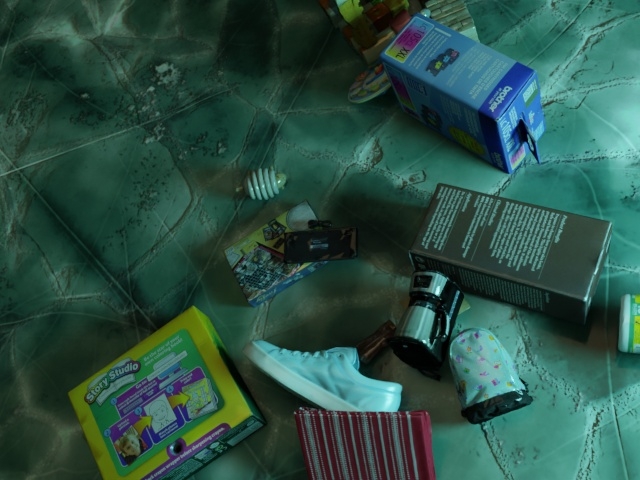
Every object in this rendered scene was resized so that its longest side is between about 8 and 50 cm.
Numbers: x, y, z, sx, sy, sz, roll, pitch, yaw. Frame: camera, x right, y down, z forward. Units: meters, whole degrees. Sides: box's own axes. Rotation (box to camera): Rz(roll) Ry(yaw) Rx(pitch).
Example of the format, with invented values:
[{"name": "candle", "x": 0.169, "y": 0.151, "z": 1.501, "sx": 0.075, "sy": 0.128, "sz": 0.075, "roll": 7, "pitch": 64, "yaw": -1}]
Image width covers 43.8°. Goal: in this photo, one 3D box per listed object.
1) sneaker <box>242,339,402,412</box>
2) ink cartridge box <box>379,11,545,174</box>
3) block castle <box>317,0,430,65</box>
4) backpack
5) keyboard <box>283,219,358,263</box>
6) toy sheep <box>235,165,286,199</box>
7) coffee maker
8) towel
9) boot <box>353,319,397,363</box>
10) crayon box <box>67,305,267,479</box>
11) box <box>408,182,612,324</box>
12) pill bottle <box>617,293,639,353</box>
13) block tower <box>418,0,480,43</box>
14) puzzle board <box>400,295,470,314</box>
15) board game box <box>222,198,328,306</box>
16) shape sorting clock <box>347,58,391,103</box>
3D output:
[{"name": "sneaker", "x": 0.010, "y": 0.285, "z": 1.728, "sx": 0.366, "sy": 0.135, "sz": 0.150, "roll": 27, "pitch": 75, "yaw": 15}, {"name": "ink cartridge box", "x": 0.352, "y": -0.319, "z": 1.807, "sx": 0.395, "sy": 0.270, "sz": 0.151, "roll": 34, "pitch": 84, "yaw": 28}, {"name": "block castle", "x": 0.083, "y": -0.690, "z": 2.032, "sx": 0.213, "sy": 0.303, "sz": 0.453, "roll": -33, "pitch": 52, "yaw": 4}, {"name": "backpack", "x": 0.336, "y": 0.267, "z": 1.626, "sx": 0.152, "sy": 0.115, "sz": 0.182, "roll": -20, "pitch": 68, "yaw": 5}, {"name": "keyboard", "x": 0.000, "y": 0.000, "z": 1.870, "sx": 0.180, "sy": 0.023, "sz": 0.108, "roll": -5, "pitch": 71, "yaw": 15}, {"name": "toy sheep", "x": -0.149, "y": -0.142, "z": 1.999, "sx": 0.132, "sy": 0.091, "sz": 0.091, "roll": -16, "pitch": 62, "yaw": 5}, {"name": "coffee maker", "x": 0.227, "y": 0.175, "z": 1.692, "sx": 0.120, "sy": 0.171, "sz": 0.178, "roll": 14, "pitch": 60, "yaw": 19}, {"name": "towel", "x": 0.094, "y": 0.422, "z": 1.616, "sx": 0.275, "sy": 0.198, "sz": 0.031, "roll": -3, "pitch": 25, "yaw": 17}, {"name": "boot", "x": 0.136, "y": 0.243, "z": 1.752, "sx": 0.114, "sy": 0.037, "sz": 0.106, "roll": -37, "pitch": 47, "yaw": -4}, {"name": "crayon box", "x": -0.354, "y": 0.380, "z": 1.811, "sx": 0.363, "sy": 0.106, "sz": 0.313, "roll": -34, "pitch": 59, "yaw": 0}, {"name": "box", "x": 0.404, "y": 0.023, "z": 1.703, "sx": 0.382, "sy": 0.143, "sz": 0.191, "roll": 16, "pitch": 66, "yaw": 26}, {"name": "pill bottle", "x": 0.695, "y": 0.169, "z": 1.555, "sx": 0.209, "sy": 0.117, "sz": 0.117, "roll": 4, "pitch": 67, "yaw": 20}, {"name": "block tower", "x": 0.312, "y": -0.618, "z": 2.063, "sx": 0.097, "sy": 0.091, "sz": 0.335, "roll": -21, "pitch": 62, "yaw": 9}, {"name": "puzzle board", "x": 0.255, "y": 0.144, "z": 1.774, "sx": 0.128, "sy": 0.011, "sz": 0.096, "roll": -31, "pitch": 62, "yaw": 3}, {"name": "board game box", "x": -0.098, "y": 0.031, "z": 1.925, "sx": 0.243, "sy": 0.042, "sz": 0.165, "roll": -31, "pitch": 60, "yaw": 2}, {"name": "shape sorting clock", "x": 0.152, "y": -0.418, "z": 2.000, "sx": 0.206, "sy": 0.040, "sz": 0.206, "roll": -37, "pitch": 22, "yaw": 17}]
